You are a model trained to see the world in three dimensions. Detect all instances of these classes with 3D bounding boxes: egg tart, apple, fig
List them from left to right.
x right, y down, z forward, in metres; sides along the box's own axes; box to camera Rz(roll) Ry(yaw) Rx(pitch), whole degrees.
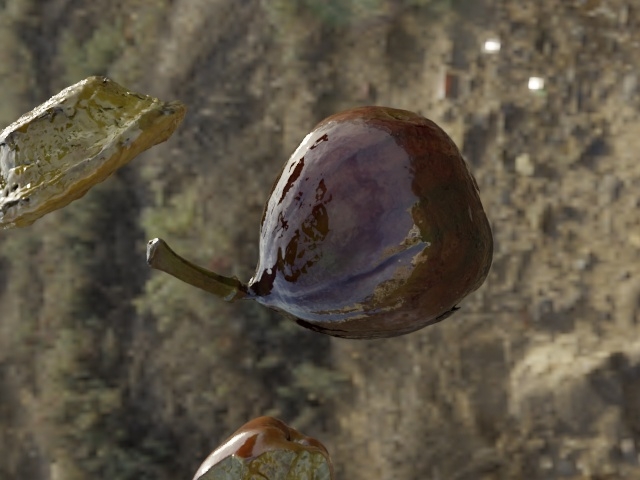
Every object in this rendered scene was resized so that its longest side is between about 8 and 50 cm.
[{"bbox_3d":[-0.250,-0.098,1.677,0.241,0.241,0.106,-15,108,57],"label":"egg tart"},{"bbox_3d":[-0.055,0.266,1.684,0.158,0.156,0.147,-62,3,-10],"label":"apple"},{"bbox_3d":[0.014,0.010,1.319,0.186,0.249,0.204,55,179,-1],"label":"fig"}]
